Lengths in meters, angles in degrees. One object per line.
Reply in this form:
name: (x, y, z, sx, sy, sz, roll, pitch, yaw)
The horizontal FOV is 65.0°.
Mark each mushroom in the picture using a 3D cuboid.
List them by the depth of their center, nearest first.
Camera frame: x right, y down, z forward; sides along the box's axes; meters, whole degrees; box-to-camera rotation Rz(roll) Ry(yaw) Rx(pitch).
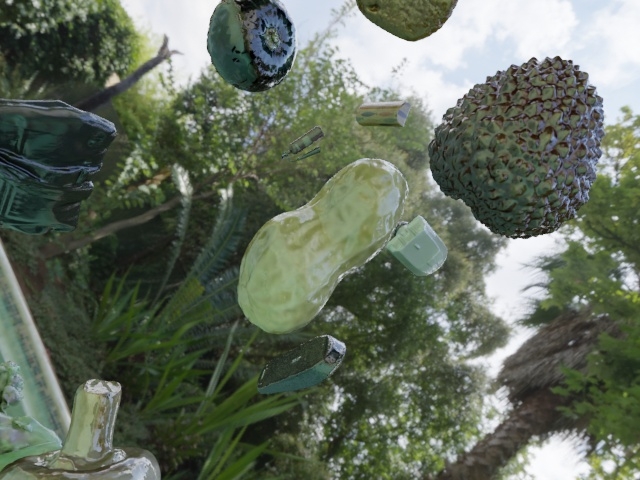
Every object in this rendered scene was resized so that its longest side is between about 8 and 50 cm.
mushroom: (-0.318, 0.299, 0.673, 0.207, 0.207, 0.215, -17, -114, 62)

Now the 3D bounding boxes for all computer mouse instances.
computer mouse: (-0.050, 0.381, 1.486, 0.087, 0.295, 0.168, 60, 17, -15)

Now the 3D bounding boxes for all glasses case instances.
glasses case: (0.168, -0.350, 1.380, 0.170, 0.041, 0.064, 19, -93, 53)

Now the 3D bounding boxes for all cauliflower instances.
cauliflower: (-0.537, 0.328, 0.808, 0.239, 0.316, 0.256, 174, -70, -75)

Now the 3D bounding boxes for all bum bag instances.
bum bag: (-0.307, -0.069, 0.539, 0.248, 0.123, 0.060, -29, -114, 48)

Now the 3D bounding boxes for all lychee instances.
lychee: (0.306, -0.146, 0.765, 0.271, 0.271, 0.271, 40, -38, 40)

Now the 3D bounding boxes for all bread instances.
bread: (0.210, -0.611, 1.200, 0.253, 0.142, 0.227, 35, -58, -12)

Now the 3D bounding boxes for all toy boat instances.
toy boat: (0.283, 0.019, 1.477, 0.141, 0.141, 0.269, 50, 8, 28)

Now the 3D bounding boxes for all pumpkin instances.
pumpkin: (-0.162, -0.477, 1.201, 0.163, 0.233, 0.233, 17, -54, 46)

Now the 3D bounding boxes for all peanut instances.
peanut: (0.000, 0.000, 0.598, 0.123, 0.256, 0.123, 44, -2, 2)

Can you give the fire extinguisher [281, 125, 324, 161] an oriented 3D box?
fire extinguisher: (-0.034, -0.185, 1.014, 0.046, 0.100, 0.032, 55, 0, -44)
